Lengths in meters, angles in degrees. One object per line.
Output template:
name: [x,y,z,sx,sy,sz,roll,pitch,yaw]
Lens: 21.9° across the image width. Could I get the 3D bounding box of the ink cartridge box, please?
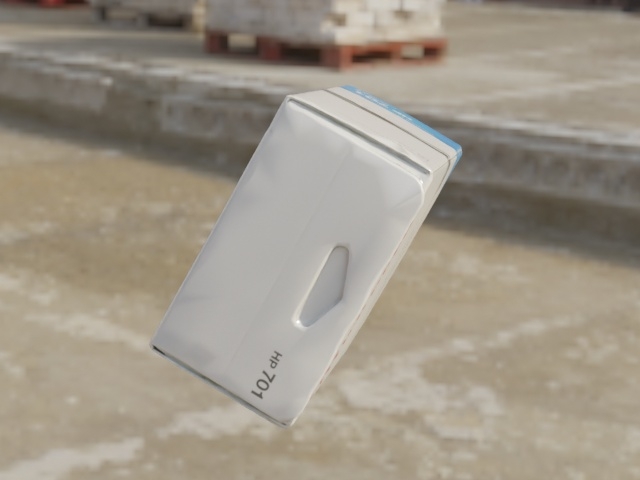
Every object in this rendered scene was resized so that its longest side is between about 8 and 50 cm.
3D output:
ink cartridge box: [0.000,0.000,0.833,0.082,0.140,0.190,31,10,5]
